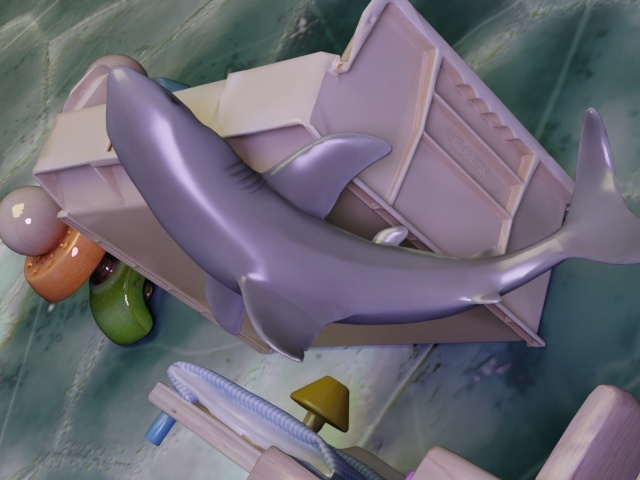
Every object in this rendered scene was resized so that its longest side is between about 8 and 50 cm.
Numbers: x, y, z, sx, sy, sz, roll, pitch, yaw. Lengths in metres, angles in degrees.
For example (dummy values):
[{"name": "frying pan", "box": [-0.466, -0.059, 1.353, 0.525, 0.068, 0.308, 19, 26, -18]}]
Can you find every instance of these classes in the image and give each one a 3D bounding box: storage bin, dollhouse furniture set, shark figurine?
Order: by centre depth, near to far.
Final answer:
[{"name": "shark figurine", "box": [0.022, 0.018, 0.588, 0.278, 0.166, 0.116, 9, 32, 5]}, {"name": "dollhouse furniture set", "box": [0.052, 0.082, 0.603, 0.303, 0.286, 0.198, 26, 76, 40]}, {"name": "storage bin", "box": [-0.009, -0.032, 0.791, 0.262, 0.260, 0.123, -5, 57, 41]}]

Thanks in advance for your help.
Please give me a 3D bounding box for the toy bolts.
[{"name": "toy bolts", "box": [-0.151, -0.055, 1.011, 0.218, 0.158, 0.229, -16, 46, 44]}]
